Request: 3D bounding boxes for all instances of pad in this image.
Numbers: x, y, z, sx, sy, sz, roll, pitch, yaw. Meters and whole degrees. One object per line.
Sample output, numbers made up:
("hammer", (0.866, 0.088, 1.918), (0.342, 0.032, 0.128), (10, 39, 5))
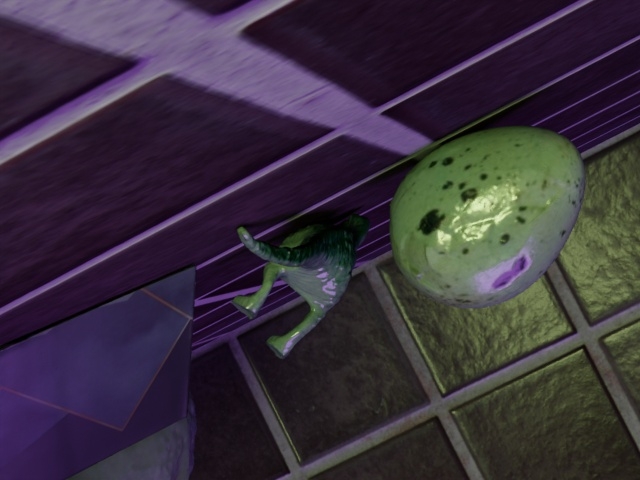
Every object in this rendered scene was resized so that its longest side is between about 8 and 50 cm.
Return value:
("pad", (-0.189, 0.120, 0.954), (0.243, 0.004, 0.164), (-24, 138, -33))

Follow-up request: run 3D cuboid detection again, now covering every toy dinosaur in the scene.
("toy dinosaur", (-0.026, 0.042, 1.075), (0.129, 0.076, 0.383), (-60, 176, 10))

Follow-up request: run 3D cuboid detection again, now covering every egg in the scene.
("egg", (0.126, -0.021, 1.005), (0.164, 0.131, 0.131), (-45, 166, 34))

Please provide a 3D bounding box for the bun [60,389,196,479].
("bun", (-0.257, 0.230, 1.165), (0.362, 0.211, 0.362), (-31, 176, -2))
